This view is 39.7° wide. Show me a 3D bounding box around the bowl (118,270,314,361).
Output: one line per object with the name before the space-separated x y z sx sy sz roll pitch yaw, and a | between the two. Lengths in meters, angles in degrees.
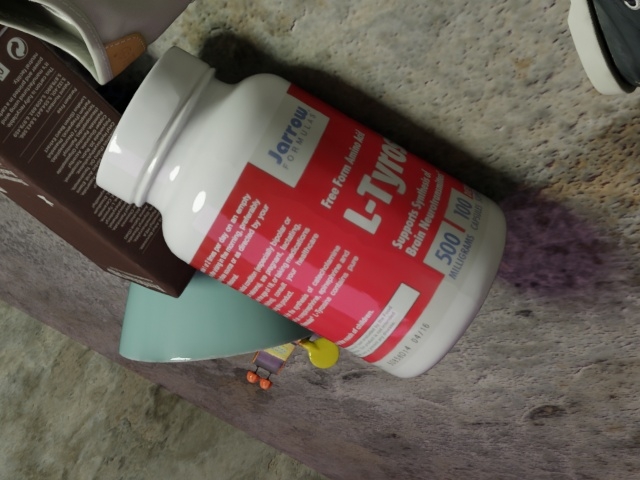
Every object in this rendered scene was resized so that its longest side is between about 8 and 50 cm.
bowl | -0.149 0.060 1.299 0.311 0.163 0.311 -6 -173 1

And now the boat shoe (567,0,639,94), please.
boat shoe | 0.194 -0.204 0.532 0.113 0.127 0.340 7 152 35

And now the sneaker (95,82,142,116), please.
sneaker | -0.221 -0.153 1.142 0.211 0.080 0.081 17 163 44

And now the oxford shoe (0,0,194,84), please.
oxford shoe | -0.304 -0.234 0.596 0.449 0.130 0.169 23 178 -16

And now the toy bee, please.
toy bee | -0.061 0.180 1.557 0.195 0.162 0.298 17 155 15

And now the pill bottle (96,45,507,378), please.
pill bottle | -0.022 -0.036 0.975 0.408 0.229 0.229 29 157 -8

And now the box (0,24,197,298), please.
box | -0.310 -0.095 1.083 0.191 0.143 0.381 13 158 45
